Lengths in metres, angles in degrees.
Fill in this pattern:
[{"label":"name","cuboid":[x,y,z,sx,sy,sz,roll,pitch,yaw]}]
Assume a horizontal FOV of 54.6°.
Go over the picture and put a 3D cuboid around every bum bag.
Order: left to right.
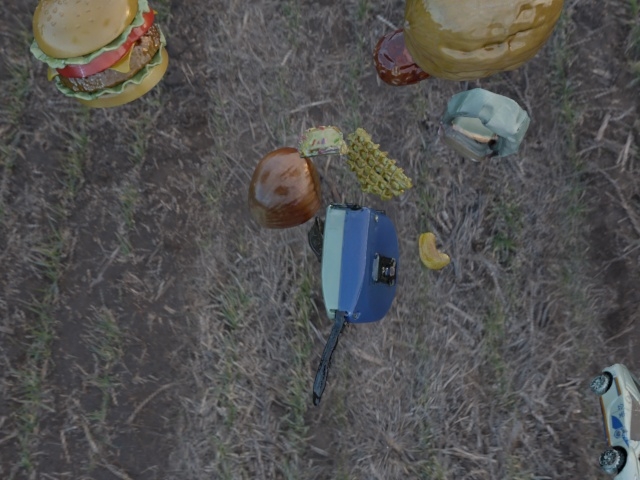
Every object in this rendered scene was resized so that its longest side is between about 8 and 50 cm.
[{"label":"bum bag","cuboid":[-0.001,-0.001,1.713,0.069,0.248,0.102,-29,85,-11]}]

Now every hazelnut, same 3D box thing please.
[{"label":"hazelnut","cuboid":[-0.096,-0.122,1.555,0.176,0.214,0.214,26,75,38]}]

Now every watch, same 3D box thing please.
[{"label":"watch","cuboid":[0.463,-0.323,1.710,0.253,0.241,0.161,25,84,-30]}]

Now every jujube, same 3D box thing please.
[{"label":"jujube","cuboid":[0.282,-0.560,1.857,0.251,0.174,0.174,-15,71,1]}]

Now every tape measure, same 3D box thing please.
[{"label":"tape measure","cuboid":[0.066,0.112,1.115,0.098,0.215,0.350,6,88,25]}]

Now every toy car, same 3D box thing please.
[{"label":"toy car","cuboid":[0.367,0.233,0.718,0.095,0.204,0.056,44,124,-13]}]

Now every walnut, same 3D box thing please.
[{"label":"walnut","cuboid":[0.221,-0.322,0.868,0.222,0.195,0.195,-18,71,-5]}]

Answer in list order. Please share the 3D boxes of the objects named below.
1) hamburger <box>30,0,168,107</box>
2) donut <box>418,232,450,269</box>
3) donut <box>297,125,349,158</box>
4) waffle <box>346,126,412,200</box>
[{"label":"hamburger","cuboid":[-0.474,-0.437,1.313,0.275,0.212,0.274,-8,53,11]},{"label":"donut","cuboid":[0.256,0.022,1.399,0.067,0.038,0.083,4,77,-29]},{"label":"donut","cuboid":[0.003,-0.215,1.358,0.108,0.166,0.065,-3,97,8]},{"label":"waffle","cuboid":[0.134,-0.189,1.513,0.046,0.161,0.191,-24,97,-41]}]
